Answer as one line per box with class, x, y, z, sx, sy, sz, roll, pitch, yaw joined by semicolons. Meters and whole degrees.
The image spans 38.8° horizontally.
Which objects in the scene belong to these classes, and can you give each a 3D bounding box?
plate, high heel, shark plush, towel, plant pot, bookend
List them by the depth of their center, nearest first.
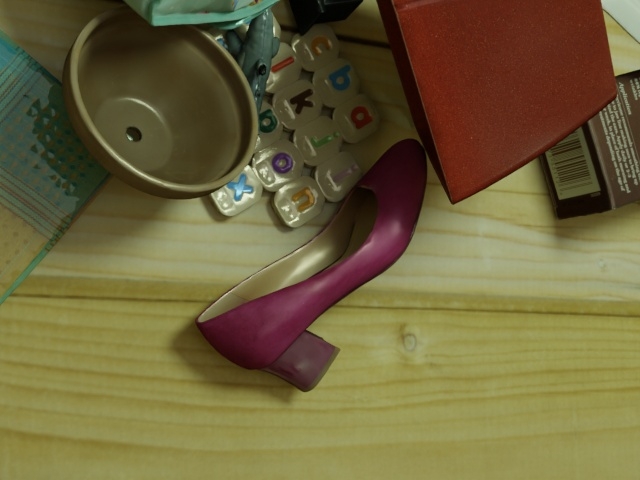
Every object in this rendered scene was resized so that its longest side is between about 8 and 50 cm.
towel;-0.429;-0.060;1.037;0.271;0.040;0.370;41;71;-15
plant pot;-0.200;-0.145;1.068;0.237;0.110;0.237;18;58;-31
plant pot;0.217;-0.245;1.137;0.236;0.267;0.267;-18;119;5
shark plush;-0.089;-0.218;1.164;0.073;0.067;0.161;18;78;-22
high heel;0.000;0.000;1.167;0.181;0.127;0.377;34;75;-29
bookend;0.029;-0.375;1.241;0.156;0.072;0.157;-14;82;-27
plate;0.391;-0.378;1.295;0.278;0.045;0.277;18;34;-46

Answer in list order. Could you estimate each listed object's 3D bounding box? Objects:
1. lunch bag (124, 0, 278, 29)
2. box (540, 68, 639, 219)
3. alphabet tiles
lunch bag;-0.165;-0.367;1.077;0.223;0.160;0.262;41;30;15
box;0.526;-0.177;1.424;0.381;0.143;0.191;-17;91;-23
alphabet tiles;-0.061;-0.166;1.221;0.278;0.021;0.284;-34;99;-23
